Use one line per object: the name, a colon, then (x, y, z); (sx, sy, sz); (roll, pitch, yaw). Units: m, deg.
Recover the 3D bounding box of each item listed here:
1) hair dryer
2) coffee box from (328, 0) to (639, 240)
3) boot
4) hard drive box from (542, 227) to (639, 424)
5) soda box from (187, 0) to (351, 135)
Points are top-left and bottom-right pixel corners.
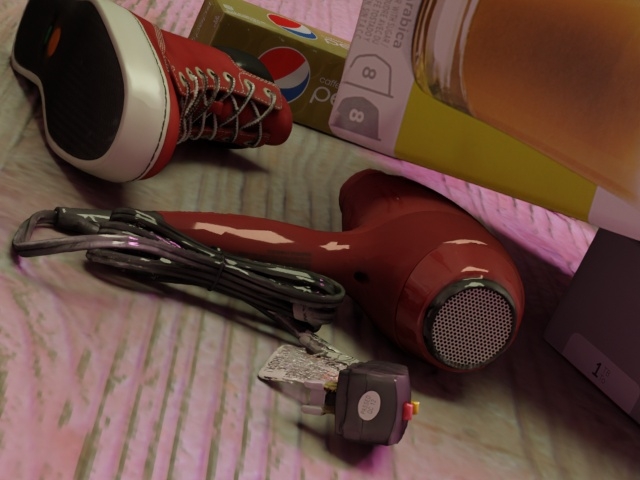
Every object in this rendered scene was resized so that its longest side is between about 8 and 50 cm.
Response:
hair dryer: (0.000, 0.000, 0.869); (0.223, 0.080, 0.293); (30, 17, 16)
coffee box: (0.262, -0.163, 0.975); (0.334, 0.338, 0.338); (20, 8, 25)
boot: (-0.077, -0.082, 0.999); (0.176, 0.088, 0.244); (19, 15, -25)
hard drive box: (0.282, 0.082, 1.006); (0.232, 0.089, 0.181); (13, 21, -36)
soda box: (-0.009, -0.123, 1.246); (0.181, 0.061, 0.058); (18, 20, -23)
